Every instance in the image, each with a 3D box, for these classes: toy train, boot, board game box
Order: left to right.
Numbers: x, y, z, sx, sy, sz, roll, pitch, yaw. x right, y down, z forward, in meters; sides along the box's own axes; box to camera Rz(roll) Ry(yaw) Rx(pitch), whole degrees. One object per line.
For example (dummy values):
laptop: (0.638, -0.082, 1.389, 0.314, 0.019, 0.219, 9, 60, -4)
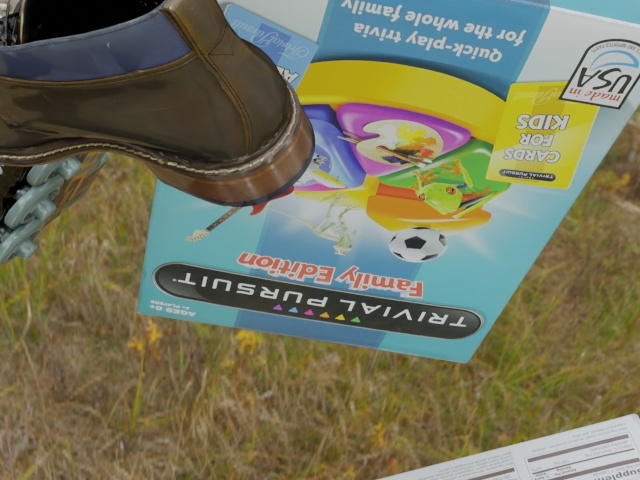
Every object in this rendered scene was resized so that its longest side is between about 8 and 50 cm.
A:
toy train: (-0.296, -0.105, 1.094, 0.142, 0.334, 0.190, 44, 50, -1)
boot: (-0.113, -0.084, 0.426, 0.219, 0.106, 0.082, 12, 65, 23)
board game box: (0.027, -0.053, 0.653, 0.254, 0.336, 0.079, 9, 52, -8)

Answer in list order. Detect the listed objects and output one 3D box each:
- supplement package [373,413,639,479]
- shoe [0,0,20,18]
supplement package: (0.132, 0.274, 0.743, 0.262, 0.204, 0.145, -15, 34, 5)
shoe: (-0.184, -0.137, 0.686, 0.076, 0.219, 0.058, 26, 76, 32)
